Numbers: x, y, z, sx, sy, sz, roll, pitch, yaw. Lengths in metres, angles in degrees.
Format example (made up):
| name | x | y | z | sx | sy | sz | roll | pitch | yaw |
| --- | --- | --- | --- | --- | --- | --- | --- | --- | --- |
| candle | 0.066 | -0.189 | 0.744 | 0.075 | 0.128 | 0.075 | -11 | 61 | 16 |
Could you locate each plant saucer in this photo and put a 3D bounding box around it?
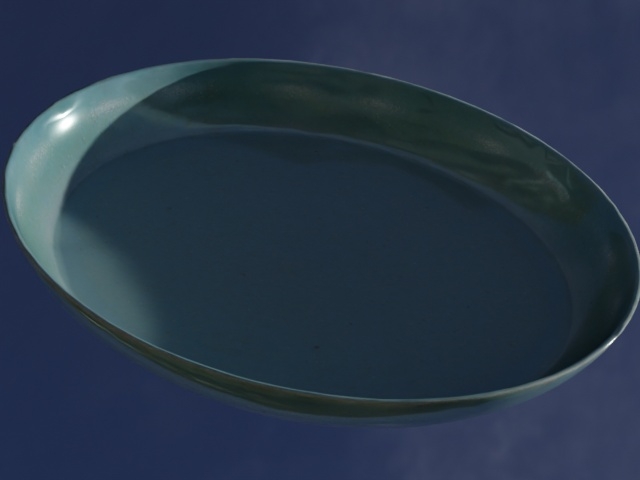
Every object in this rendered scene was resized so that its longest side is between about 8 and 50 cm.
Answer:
| name | x | y | z | sx | sy | sz | roll | pitch | yaw |
| --- | --- | --- | --- | --- | --- | --- | --- | --- | --- |
| plant saucer | 0.000 | 0.000 | 0.959 | 0.317 | 0.317 | 0.044 | 11 | -58 | 2 |
